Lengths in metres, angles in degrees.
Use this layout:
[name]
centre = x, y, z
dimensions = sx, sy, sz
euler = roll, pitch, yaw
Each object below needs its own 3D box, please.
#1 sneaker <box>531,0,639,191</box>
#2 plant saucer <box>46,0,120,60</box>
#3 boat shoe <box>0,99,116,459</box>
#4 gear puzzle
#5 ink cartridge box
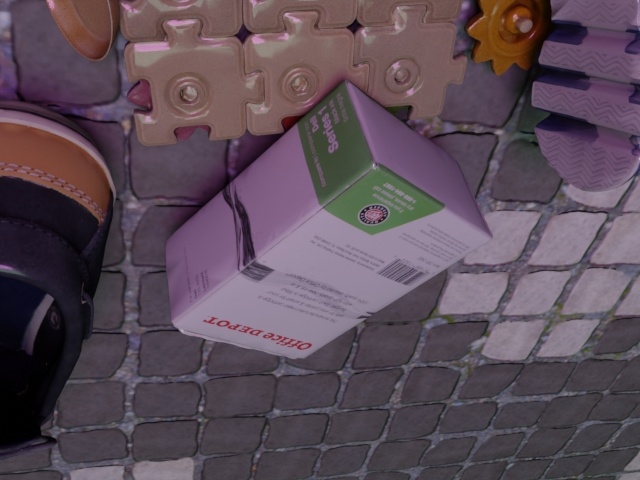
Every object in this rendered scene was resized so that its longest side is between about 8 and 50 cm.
[sneaker]
centre = 0.254, -0.202, 0.439
dimensions = 0.182, 0.127, 0.315
euler = -19, 124, -24
[plant saucer]
centre = -0.149, -0.156, 0.398
dimensions = 0.015, 0.083, 0.083
euler = -33, 144, -36
[boat shoe]
centre = -0.309, 0.115, 0.526
dimensions = 0.187, 0.156, 0.500
euler = 17, 129, -32
[gear puzzle]
centre = 0.027, -0.165, 0.457
dimensions = 0.339, 0.044, 0.175
euler = -8, 131, -12
[ink cartridge box]
centre = 0.000, 0.000, 0.524
dimensions = 0.219, 0.092, 0.160
euler = -36, 141, 27
